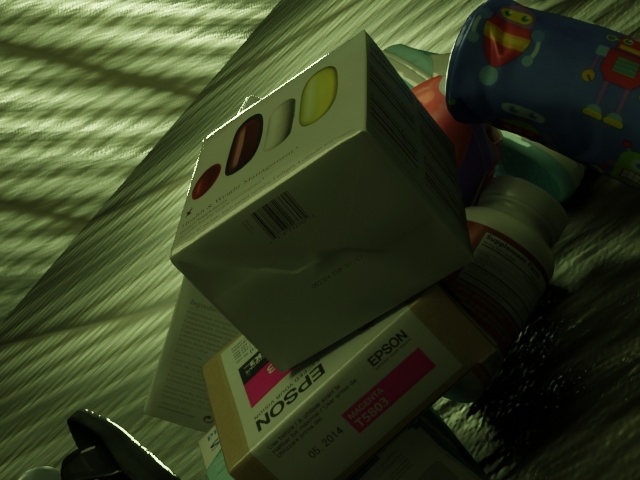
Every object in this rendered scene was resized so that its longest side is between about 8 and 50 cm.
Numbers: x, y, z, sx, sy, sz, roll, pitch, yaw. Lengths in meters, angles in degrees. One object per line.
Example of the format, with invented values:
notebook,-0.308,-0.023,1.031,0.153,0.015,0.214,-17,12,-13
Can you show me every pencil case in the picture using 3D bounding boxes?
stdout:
pencil case,0.255,-0.111,0.917,0.119,0.306,0.133,-57,-18,-30

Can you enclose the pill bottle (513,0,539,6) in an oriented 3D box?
pill bottle,0.322,-0.459,1.630,0.112,0.112,0.186,-27,29,45

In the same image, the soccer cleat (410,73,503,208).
soccer cleat,0.149,-0.072,1.140,0.116,0.318,0.108,-29,61,-2

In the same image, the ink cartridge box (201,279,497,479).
ink cartridge box,0.014,0.106,0.932,0.235,0.088,0.193,-42,22,3

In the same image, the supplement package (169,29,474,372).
supplement package,0.003,-0.038,0.893,0.194,0.149,0.203,-32,25,20

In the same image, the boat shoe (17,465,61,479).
boat shoe,-0.393,0.467,1.421,0.105,0.113,0.306,106,162,-57

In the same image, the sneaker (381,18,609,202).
sneaker,0.222,-0.191,1.236,0.319,0.127,0.208,36,77,33

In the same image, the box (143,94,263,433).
box,-0.069,0.036,1.245,0.215,0.168,0.345,-80,8,-66

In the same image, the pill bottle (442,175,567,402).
pill bottle,0.158,0.045,1.058,0.216,0.121,0.121,-56,21,-18

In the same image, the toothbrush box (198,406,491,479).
toothbrush box,0.012,0.221,1.029,0.216,0.126,0.295,-46,22,1

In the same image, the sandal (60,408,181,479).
sandal,-0.263,0.319,1.335,0.107,0.167,0.446,-36,16,-22
